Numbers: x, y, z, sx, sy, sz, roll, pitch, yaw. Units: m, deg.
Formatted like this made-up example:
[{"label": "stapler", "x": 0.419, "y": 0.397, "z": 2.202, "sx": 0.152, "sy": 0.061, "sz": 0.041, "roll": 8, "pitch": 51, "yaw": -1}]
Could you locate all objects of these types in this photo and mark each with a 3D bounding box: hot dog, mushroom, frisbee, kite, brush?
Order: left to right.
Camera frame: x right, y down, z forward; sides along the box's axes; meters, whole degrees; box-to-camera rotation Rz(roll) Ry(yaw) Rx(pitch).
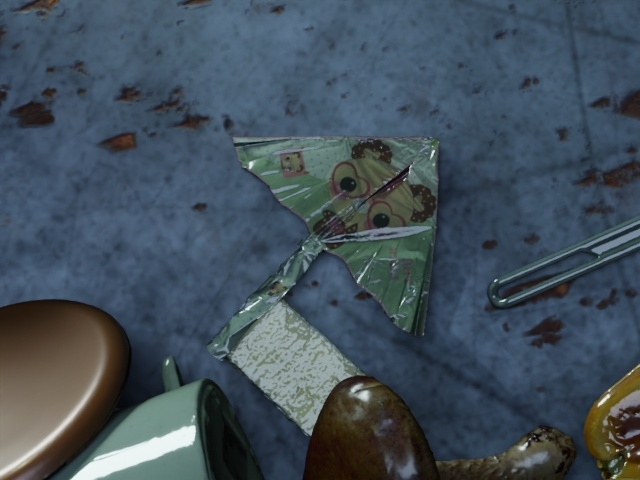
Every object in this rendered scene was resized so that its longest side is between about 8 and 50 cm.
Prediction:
[{"label": "frisbee", "x": -0.254, "y": 0.123, "z": 1.358, "sx": 0.251, "sy": 0.251, "sz": 0.021, "roll": -25, "pitch": 121, "yaw": 1}, {"label": "kite", "x": 0.000, "y": -0.001, "z": 1.469, "sx": 0.250, "sy": 0.012, "sz": 0.229, "roll": -43, "pitch": 70, "yaw": -11}, {"label": "mushroom", "x": 0.094, "y": 0.199, "z": 1.393, "sx": 0.217, "sy": 0.227, "sz": 0.148, "roll": -7, "pitch": 43, "yaw": -29}, {"label": "brush", "x": 0.253, "y": -0.008, "z": 1.450, "sx": 0.266, "sy": 0.027, "sz": 0.062, "roll": -25, "pitch": 79, "yaw": 2}, {"label": "hot dog", "x": 0.311, "y": 0.104, "z": 1.407, "sx": 0.249, "sy": 0.068, "sz": 0.100, "roll": -35, "pitch": 69, "yaw": -3}]

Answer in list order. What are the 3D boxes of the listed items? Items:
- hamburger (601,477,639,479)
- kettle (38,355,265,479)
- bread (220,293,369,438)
[{"label": "hamburger", "x": 0.286, "y": 0.274, "z": 1.336, "sx": 0.330, "sy": 0.162, "sz": 0.209, "roll": 34, "pitch": 83, "yaw": 12}, {"label": "kettle", "x": -0.230, "y": 0.231, "z": 1.375, "sx": 0.377, "sy": 0.250, "sz": 0.361, "roll": -19, "pitch": 59, "yaw": 5}, {"label": "bread", "x": -0.004, "y": 0.114, "z": 1.457, "sx": 0.154, "sy": 0.028, "sz": 0.068, "roll": 42, "pitch": 87, "yaw": 11}]
